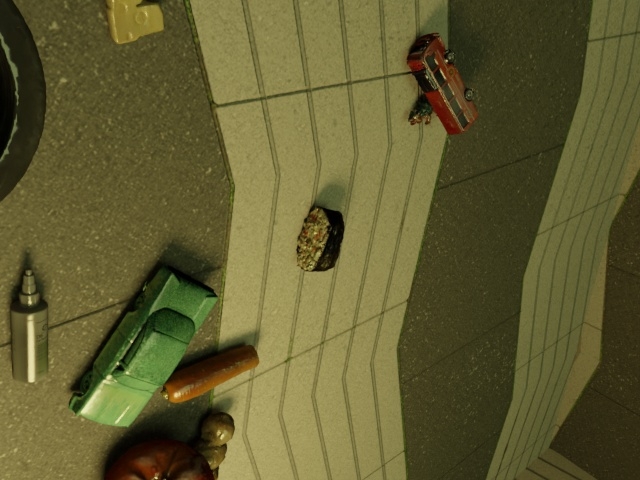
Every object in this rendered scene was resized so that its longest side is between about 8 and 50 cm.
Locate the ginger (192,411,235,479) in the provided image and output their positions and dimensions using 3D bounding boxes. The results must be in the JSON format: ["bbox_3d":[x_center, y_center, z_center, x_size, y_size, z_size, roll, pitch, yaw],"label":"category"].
[{"bbox_3d":[-0.257,0.490,1.314,0.104,0.080,0.204,-17,128,-65],"label":"ginger"}]

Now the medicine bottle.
[{"bbox_3d":[-0.479,0.137,0.936,0.057,0.057,0.199,-7,116,-40],"label":"medicine bottle"}]

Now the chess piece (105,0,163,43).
[{"bbox_3d":[-0.281,-0.394,0.827,0.090,0.090,0.201,-24,137,-32],"label":"chess piece"}]

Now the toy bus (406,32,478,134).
[{"bbox_3d":[0.287,-0.362,1.325,0.096,0.073,0.235,-52,120,-22],"label":"toy bus"}]

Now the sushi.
[{"bbox_3d":[0.000,0.000,1.282,0.078,0.090,0.151,7,109,-40],"label":"sushi"}]

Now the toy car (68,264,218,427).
[{"bbox_3d":[-0.332,0.208,1.079,0.321,0.097,0.141,-56,136,-4],"label":"toy car"}]

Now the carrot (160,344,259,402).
[{"bbox_3d":[-0.240,0.288,1.233,0.225,0.067,0.067,-18,123,-38],"label":"carrot"}]

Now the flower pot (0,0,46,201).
[{"bbox_3d":[-0.474,-0.183,0.571,0.293,0.330,0.294,-21,126,-32],"label":"flower pot"}]

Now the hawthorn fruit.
[{"bbox_3d":[-0.337,0.556,1.194,0.241,0.242,0.272,-29,152,-29],"label":"hawthorn fruit"}]

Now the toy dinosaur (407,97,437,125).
[{"bbox_3d":[0.264,-0.323,1.382,0.154,0.049,0.055,-41,124,-23],"label":"toy dinosaur"}]
